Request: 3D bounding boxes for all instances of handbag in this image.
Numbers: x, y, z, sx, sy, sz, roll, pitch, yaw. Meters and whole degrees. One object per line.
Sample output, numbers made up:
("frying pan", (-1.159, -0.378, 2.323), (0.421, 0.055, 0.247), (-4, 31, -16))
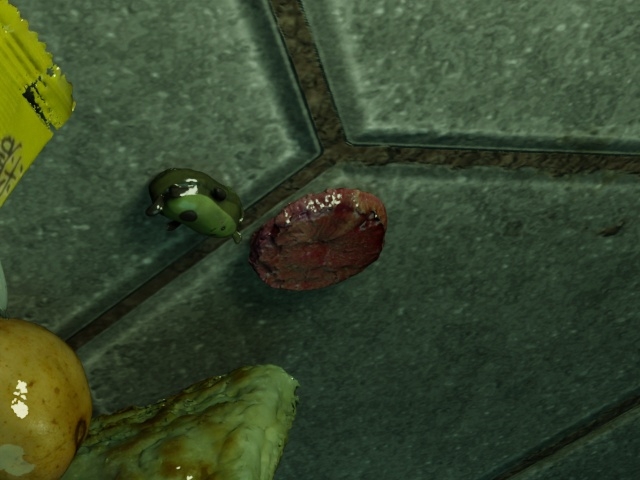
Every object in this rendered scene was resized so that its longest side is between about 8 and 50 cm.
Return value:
("handbag", (-0.111, -0.033, 1.471), (0.072, 0.047, 0.111), (-34, 141, 26))

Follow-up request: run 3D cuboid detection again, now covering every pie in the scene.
("pie", (-0.211, 0.279, 1.639), (0.418, 0.395, 0.180), (-26, 111, 9))
("pie", (0.000, 0.000, 1.577), (0.154, 0.036, 0.154), (-11, 147, -8))

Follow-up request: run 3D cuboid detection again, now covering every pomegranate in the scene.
("pomegranate", (-0.328, 0.167, 1.556), (0.196, 0.196, 0.196), (-11, 147, -8))

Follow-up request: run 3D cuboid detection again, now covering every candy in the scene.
("candy", (-0.319, -0.053, 1.230), (0.297, 0.081, 0.187), (-48, 150, -11))

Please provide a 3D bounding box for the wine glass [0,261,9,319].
("wine glass", (-0.391, 0.051, 1.415), (0.204, 0.111, 0.111), (-17, 147, 3))
